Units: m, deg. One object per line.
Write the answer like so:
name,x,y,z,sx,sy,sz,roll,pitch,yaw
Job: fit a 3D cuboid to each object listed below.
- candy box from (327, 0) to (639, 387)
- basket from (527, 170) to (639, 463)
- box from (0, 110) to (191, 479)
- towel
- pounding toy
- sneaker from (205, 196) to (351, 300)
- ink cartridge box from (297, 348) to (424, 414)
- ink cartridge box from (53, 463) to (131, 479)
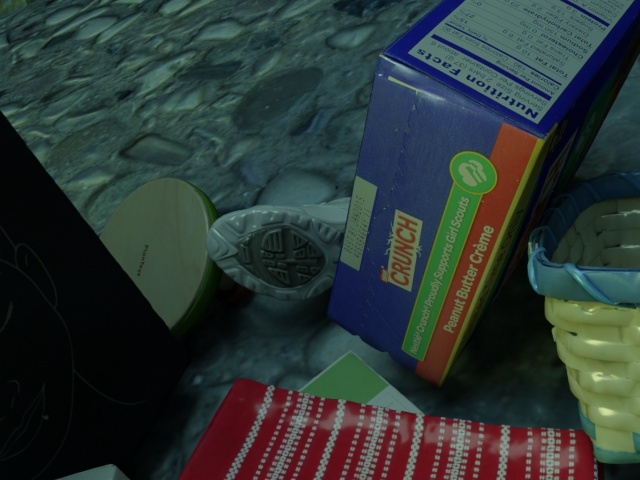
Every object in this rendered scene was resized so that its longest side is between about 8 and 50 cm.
candy box,0.147,-0.086,0.631,0.122,0.268,0.317,31,52,17
basket,0.241,-0.021,0.497,0.201,0.288,0.255,-6,19,29
box,-0.397,0.117,0.515,0.297,0.471,0.480,10,55,27
towel,0.029,0.175,0.498,0.275,0.031,0.199,5,35,22
pounding toy,-0.162,0.057,0.850,0.183,0.110,0.237,40,100,40
sneaker,0.000,0.000,0.786,0.232,0.090,0.115,2,17,-14
ink cartridge box,0.032,0.200,0.570,0.171,0.056,0.235,-37,36,-15
ink cartridge box,-0.133,0.244,0.537,0.063,0.150,0.109,-19,36,16
